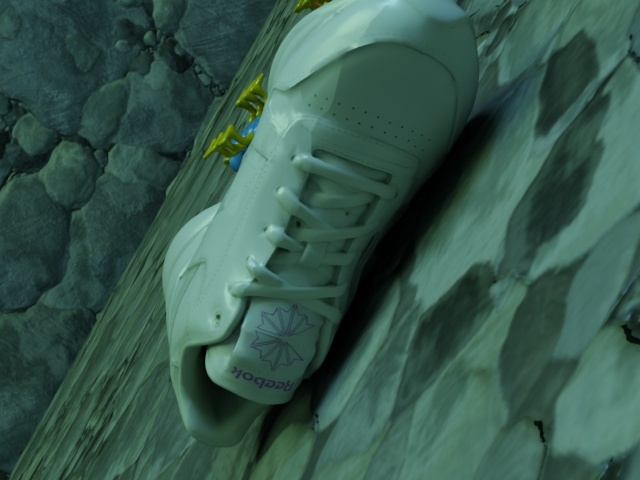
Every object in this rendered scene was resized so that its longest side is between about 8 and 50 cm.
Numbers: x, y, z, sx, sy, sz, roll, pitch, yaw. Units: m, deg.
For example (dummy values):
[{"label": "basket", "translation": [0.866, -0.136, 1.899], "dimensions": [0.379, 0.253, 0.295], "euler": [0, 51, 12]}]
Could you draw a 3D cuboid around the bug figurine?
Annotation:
[{"label": "bug figurine", "translation": [0.007, -0.175, 1.144], "dimensions": [0.216, 0.072, 0.279], "euler": [-30, 27, 58]}]

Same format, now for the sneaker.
[{"label": "sneaker", "translation": [0.000, 0.000, 0.693], "dimensions": [0.152, 0.114, 0.305], "euler": [-91, 25, -44]}]
